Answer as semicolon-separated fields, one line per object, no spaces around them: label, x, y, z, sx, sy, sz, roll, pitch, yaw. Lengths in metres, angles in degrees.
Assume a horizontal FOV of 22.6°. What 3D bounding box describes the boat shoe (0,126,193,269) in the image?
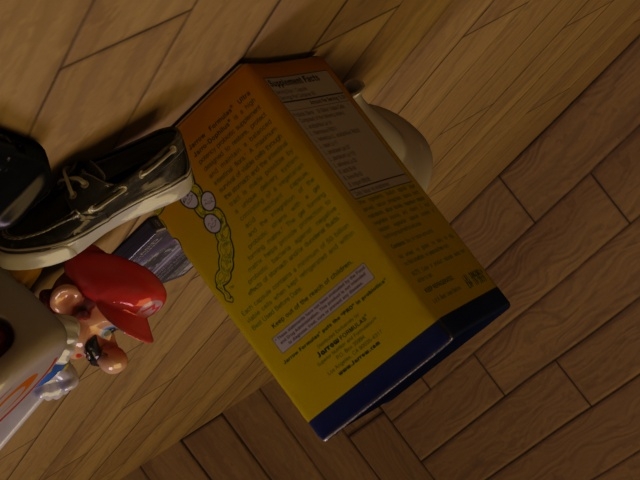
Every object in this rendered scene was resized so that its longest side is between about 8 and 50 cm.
boat shoe;-0.227;-0.047;1.554;0.219;0.078;0.070;-30;135;-23

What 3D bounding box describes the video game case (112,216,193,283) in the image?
video game case;-0.201;0.012;2.094;0.196;0.026;0.274;-42;169;29

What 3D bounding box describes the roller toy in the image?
roller toy;-0.359;0.110;1.571;0.209;0.146;0.191;-47;177;22

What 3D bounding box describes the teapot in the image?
teapot;-0.002;-0.074;1.938;0.256;0.187;0.252;-54;-163;6

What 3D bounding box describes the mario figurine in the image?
mario figurine;-0.309;0.139;1.823;0.320;0.170;0.198;-31;-153;13

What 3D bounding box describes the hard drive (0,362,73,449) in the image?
hard drive;-0.438;0.265;2.061;0.307;0.040;0.203;-51;-173;-10

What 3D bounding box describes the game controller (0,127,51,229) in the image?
game controller;-0.323;-0.032;1.307;0.166;0.067;0.319;-52;171;3

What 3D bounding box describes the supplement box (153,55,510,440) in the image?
supplement box;0.000;0.000;1.708;0.195;0.356;0.194;-41;170;24
